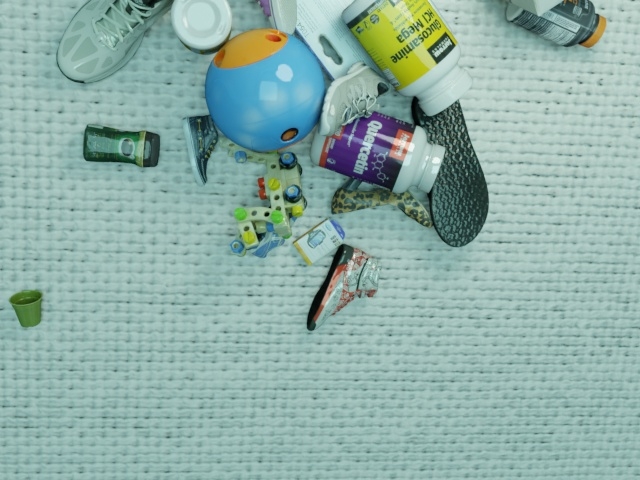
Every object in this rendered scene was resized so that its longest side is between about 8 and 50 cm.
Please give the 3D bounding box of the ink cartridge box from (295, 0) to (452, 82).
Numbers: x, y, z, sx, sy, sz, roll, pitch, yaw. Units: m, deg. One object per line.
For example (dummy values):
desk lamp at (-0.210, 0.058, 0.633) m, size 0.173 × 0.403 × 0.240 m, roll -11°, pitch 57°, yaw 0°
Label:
ink cartridge box at (0.117, -0.570, 1.678) m, size 0.330 × 0.071 × 0.324 m, roll -37°, pitch 104°, yaw 4°

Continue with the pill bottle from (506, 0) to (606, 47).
pill bottle at (0.631, -0.597, 1.713) m, size 0.245 × 0.130 × 0.130 m, roll 19°, pitch 99°, yaw -12°

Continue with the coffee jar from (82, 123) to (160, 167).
coffee jar at (-0.505, -0.240, 1.651) m, size 0.184 × 0.079 × 0.096 m, roll 6°, pitch 99°, yaw -9°

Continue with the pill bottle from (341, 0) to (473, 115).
pill bottle at (0.220, -0.478, 1.579) m, size 0.188 × 0.188 × 0.334 m, roll -41°, pitch 105°, yaw 2°

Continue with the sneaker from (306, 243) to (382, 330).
sneaker at (0.072, 0.154, 1.812) m, size 0.145 × 0.090 × 0.270 m, roll 23°, pitch 99°, yaw -15°

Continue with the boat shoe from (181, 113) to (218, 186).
boat shoe at (-0.303, -0.236, 1.688) m, size 0.083 × 0.065 × 0.183 m, roll -12°, pitch 102°, yaw -4°

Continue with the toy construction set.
toy construction set at (-0.153, -0.131, 1.679) m, size 0.215 × 0.151 × 0.328 m, roll -12°, pitch 79°, yaw 7°

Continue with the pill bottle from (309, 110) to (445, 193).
pill bottle at (0.146, -0.234, 1.660) m, size 0.323 × 0.181 × 0.181 m, roll 19°, pitch 99°, yaw 4°

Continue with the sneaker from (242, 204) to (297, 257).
sneaker at (-0.119, -0.039, 1.762) m, size 0.211 × 0.080 × 0.081 m, roll -42°, pitch 136°, yaw -3°

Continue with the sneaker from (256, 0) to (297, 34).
sneaker at (-0.157, -0.624, 1.594) m, size 0.161 × 0.102 × 0.282 m, roll -13°, pitch 89°, yaw 25°

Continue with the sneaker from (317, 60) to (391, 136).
sneaker at (0.085, -0.336, 1.541) m, size 0.115 × 0.281 × 0.105 m, roll 27°, pitch 142°, yaw 10°

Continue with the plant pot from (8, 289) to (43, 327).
plant pot at (-0.774, 0.185, 1.709) m, size 0.083 × 0.083 × 0.079 m, roll -1°, pitch 114°, yaw -8°

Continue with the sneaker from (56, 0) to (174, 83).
sneaker at (-0.462, -0.547, 1.500) m, size 0.447 × 0.257 × 0.169 m, roll -42°, pitch 104°, yaw 2°

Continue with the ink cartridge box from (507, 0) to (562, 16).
ink cartridge box at (0.520, -0.693, 1.585) m, size 0.211 × 0.289 × 0.121 m, roll -34°, pitch 133°, yaw 0°

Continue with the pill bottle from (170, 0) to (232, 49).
pill bottle at (-0.280, -0.516, 1.539) m, size 0.136 × 0.246 × 0.136 m, roll -2°, pitch 102°, yaw -8°

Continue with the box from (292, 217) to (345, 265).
box at (0.000, 0.000, 1.802) m, size 0.136 × 0.028 × 0.081 m, roll -35°, pitch 104°, yaw -2°

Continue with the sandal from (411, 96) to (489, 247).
sandal at (0.354, -0.204, 1.782) m, size 0.167 × 0.107 × 0.446 m, roll -10°, pitch 90°, yaw -7°

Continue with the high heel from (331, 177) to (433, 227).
high heel at (0.165, -0.076, 1.770) m, size 0.261 × 0.093 × 0.186 m, roll 42°, pitch 89°, yaw 1°

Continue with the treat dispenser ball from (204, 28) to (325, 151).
treat dispenser ball at (-0.131, -0.356, 1.544) m, size 0.288 × 0.288 × 0.288 m, roll -2°, pitch 102°, yaw -8°
